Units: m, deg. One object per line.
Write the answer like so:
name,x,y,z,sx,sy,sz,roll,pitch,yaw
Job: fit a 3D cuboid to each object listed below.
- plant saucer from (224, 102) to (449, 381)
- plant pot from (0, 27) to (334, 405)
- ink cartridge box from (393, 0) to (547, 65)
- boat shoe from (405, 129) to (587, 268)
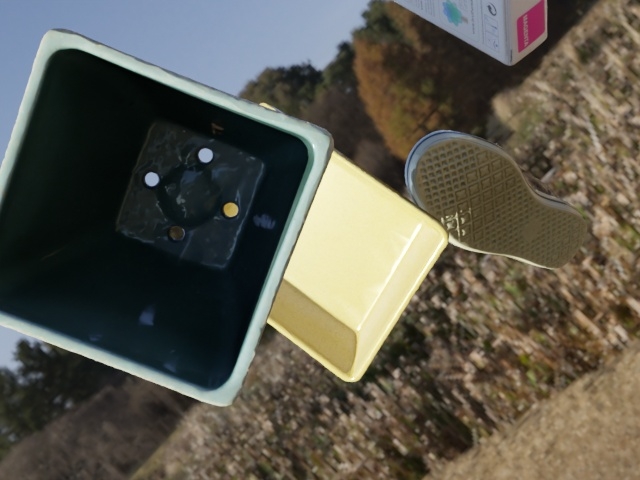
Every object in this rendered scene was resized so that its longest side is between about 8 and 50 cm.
plant saucer,0.000,0.000,1.368,0.081,0.333,0.332,-40,-18,-52
plant pot,-0.143,-0.032,0.859,0.252,0.247,0.247,-86,17,-82
ink cartridge box,0.082,-0.311,0.866,0.065,0.311,0.185,-38,-38,-18
boat shoe,0.304,-0.077,1.663,0.500,0.156,0.186,20,-73,-44
